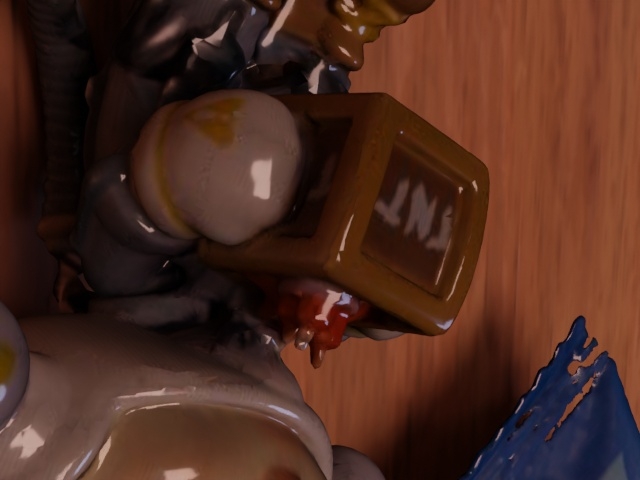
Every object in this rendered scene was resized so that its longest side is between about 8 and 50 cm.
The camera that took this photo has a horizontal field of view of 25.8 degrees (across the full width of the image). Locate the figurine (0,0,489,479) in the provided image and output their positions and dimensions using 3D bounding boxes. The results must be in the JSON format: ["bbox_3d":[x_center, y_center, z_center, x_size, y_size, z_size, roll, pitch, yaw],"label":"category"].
[{"bbox_3d":[-0.050,0.047,0.504,0.261,0.186,0.382,28,80,-37],"label":"figurine"}]

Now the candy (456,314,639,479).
[{"bbox_3d":[0.143,0.223,0.736,0.187,0.077,0.331,-44,124,-31],"label":"candy"}]
